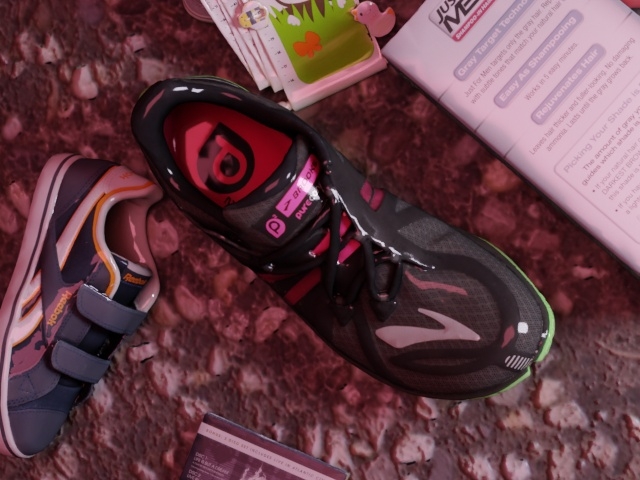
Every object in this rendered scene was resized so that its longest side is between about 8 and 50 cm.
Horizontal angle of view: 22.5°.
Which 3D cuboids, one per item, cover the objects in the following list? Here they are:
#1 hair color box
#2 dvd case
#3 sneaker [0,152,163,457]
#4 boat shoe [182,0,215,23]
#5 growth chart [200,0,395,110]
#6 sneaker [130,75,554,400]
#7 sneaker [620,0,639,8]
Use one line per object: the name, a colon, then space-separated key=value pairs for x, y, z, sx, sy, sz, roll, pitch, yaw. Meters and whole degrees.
hair color box: x=0.261 y=-0.124 z=1.551 sx=0.374 sy=0.113 sz=0.185 roll=42 pitch=95 yaw=13
dvd case: x=-0.084 y=0.308 z=1.642 sx=0.164 sy=0.018 sz=0.221 roll=21 pitch=90 yaw=15
sneaker: x=-0.249 y=0.073 z=1.649 sx=0.127 sy=0.126 sz=0.321 roll=10 pitch=86 yaw=20
boat shoe: x=-0.044 y=-0.290 z=1.657 sx=0.227 sy=0.081 sz=0.079 roll=-18 pitch=81 yaw=11
growth chart: x=-0.035 y=-0.239 z=1.623 sx=0.172 sy=0.021 sz=0.237 roll=-33 pitch=114 yaw=15
sneaker: x=0.000 y=0.000 z=1.556 sx=0.483 sy=0.202 sz=0.185 roll=32 pitch=93 yaw=15
sneaker: x=0.384 y=-0.311 z=1.529 sx=0.276 sy=0.135 sz=0.097 roll=-22 pitch=78 yaw=9
